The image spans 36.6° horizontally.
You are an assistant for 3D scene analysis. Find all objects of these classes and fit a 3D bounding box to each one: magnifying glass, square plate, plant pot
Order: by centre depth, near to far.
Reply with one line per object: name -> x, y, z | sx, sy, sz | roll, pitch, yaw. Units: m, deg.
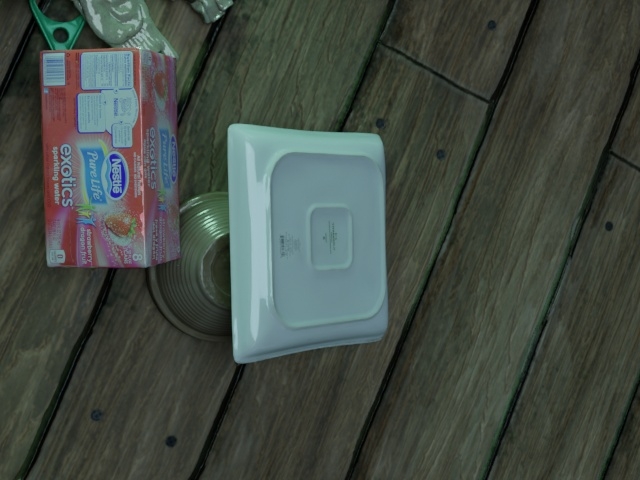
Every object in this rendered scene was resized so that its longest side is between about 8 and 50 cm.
magnifying glass -> -0.383, -0.292, 1.425 | 0.092, 0.026, 0.230 | -1, 90, -22
plant pot -> -0.141, 0.043, 1.484 | 0.237, 0.110, 0.237 | -1, 93, -22
square plate -> 0.000, 0.000, 1.494 | 0.344, 0.049, 0.347 | -3, 92, -48

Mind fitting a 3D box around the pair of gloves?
pair of gloves -> -0.250, -0.381, 1.455 | 0.240, 0.042, 0.204 | -49, 115, -15

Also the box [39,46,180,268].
box -> -0.291, -0.115, 1.367 | 0.154, 0.142, 0.299 | 0, 94, 13
